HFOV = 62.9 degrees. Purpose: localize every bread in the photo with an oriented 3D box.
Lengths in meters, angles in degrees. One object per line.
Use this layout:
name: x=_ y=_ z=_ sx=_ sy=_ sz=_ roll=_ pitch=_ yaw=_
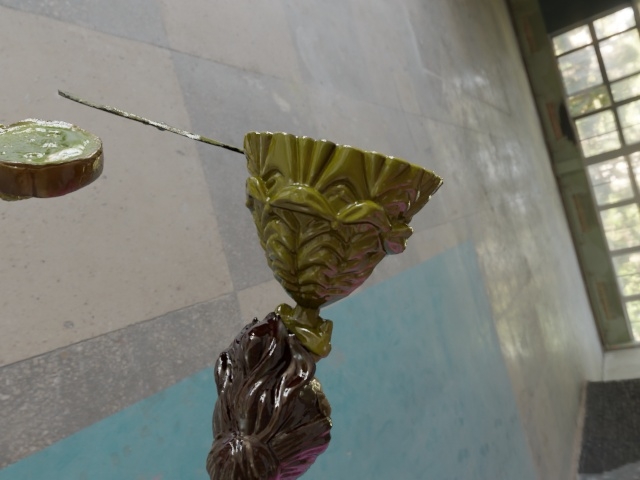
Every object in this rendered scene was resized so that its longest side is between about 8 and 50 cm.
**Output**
bread: x=-0.527 y=-0.159 z=0.983 sx=0.236 sy=0.236 sz=0.069 roll=-44 pitch=150 yaw=-55

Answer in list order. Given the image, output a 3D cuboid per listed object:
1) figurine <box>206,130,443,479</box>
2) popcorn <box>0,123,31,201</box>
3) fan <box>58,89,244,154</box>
figurine: x=-0.020 y=0.072 z=0.499 sx=0.168 sy=0.188 sz=0.315 roll=-167 pitch=-89 yaw=-83
popcorn: x=-0.844 y=-0.218 z=1.411 sx=0.235 sy=0.181 sz=0.216 roll=31 pitch=83 yaw=-32
fan: x=-0.184 y=-0.134 z=0.616 sx=0.230 sy=0.335 sz=0.011 roll=14 pitch=97 yaw=-28
